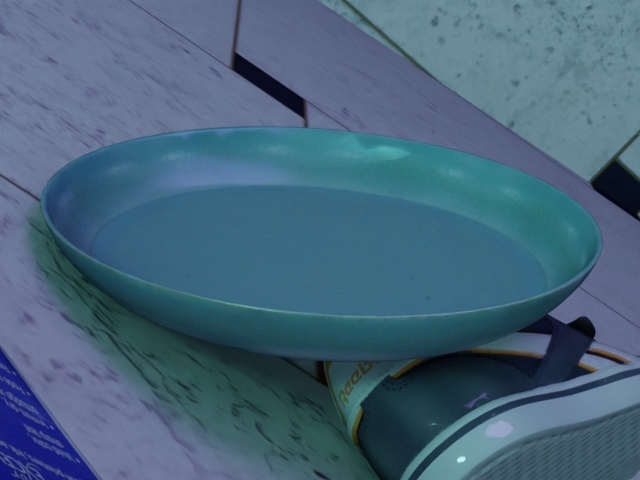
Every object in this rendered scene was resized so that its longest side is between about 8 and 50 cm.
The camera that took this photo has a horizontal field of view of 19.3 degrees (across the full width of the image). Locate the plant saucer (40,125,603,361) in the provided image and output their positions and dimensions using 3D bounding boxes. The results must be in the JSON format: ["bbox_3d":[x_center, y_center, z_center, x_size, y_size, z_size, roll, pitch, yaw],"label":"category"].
[{"bbox_3d":[0.000,0.000,1.076,0.318,0.043,0.317,4,21,-2],"label":"plant saucer"}]

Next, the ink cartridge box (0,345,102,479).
[{"bbox_3d":[-0.183,0.031,0.608,0.307,0.072,0.303,47,2,35],"label":"ink cartridge box"}]

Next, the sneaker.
[{"bbox_3d":[0.121,0.092,1.149,0.127,0.126,0.321,49,19,24],"label":"sneaker"}]
